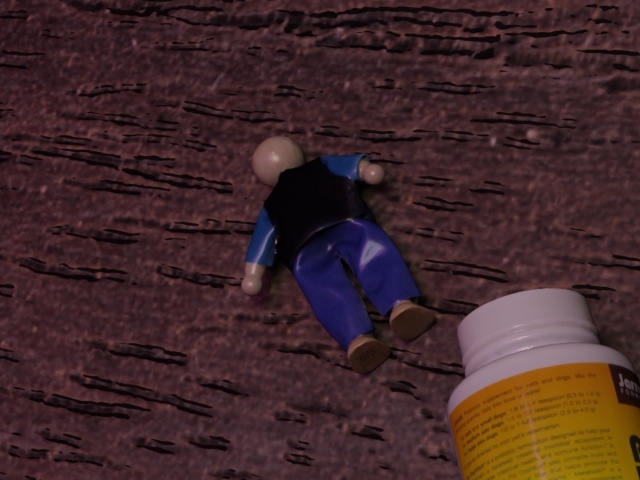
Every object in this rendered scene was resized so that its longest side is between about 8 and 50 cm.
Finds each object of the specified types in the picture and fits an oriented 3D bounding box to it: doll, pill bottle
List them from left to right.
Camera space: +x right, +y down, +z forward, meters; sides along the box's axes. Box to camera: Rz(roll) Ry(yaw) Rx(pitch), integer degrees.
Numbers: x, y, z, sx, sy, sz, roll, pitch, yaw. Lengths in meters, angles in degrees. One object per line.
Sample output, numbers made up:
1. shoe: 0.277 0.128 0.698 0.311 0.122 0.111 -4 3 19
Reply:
1. doll: 0.000 0.000 1.328 0.129 0.046 0.189 -38 57 12
2. pill bottle: 0.142 0.141 1.144 0.117 0.117 0.215 -23 62 22
